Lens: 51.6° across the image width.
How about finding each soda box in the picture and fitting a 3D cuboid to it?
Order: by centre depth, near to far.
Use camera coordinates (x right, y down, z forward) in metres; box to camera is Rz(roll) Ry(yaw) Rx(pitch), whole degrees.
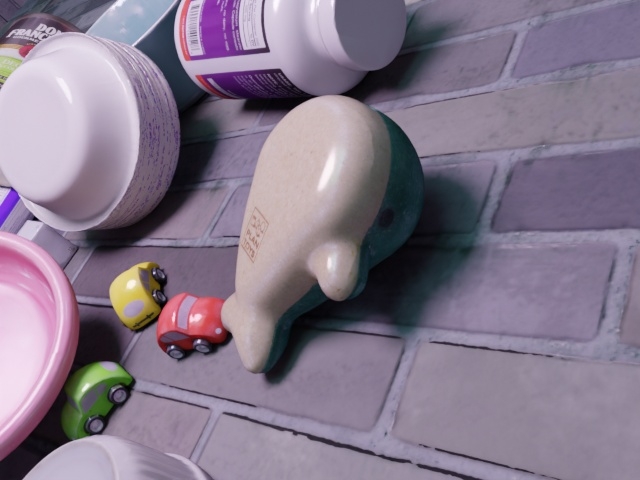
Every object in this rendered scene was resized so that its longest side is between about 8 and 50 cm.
[{"bbox_3d":[-0.483,0.076,1.036,0.069,0.074,0.216,6,59,45],"label":"soda box"}]

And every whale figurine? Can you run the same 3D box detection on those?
[{"bbox_3d":[0.000,0.000,0.645,0.272,0.141,0.216,-64,34,14],"label":"whale figurine"}]

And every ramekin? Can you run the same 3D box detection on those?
[{"bbox_3d":[-0.189,0.265,0.555,0.207,0.109,0.207,-24,41,23],"label":"ramekin"}]

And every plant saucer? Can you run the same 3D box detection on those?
[{"bbox_3d":[-0.439,0.142,0.777,0.332,0.084,0.332,-3,55,4],"label":"plant saucer"}]

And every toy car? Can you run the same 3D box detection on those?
[{"bbox_3d":[-0.229,0.128,0.768,0.239,0.053,0.225,19,68,50],"label":"toy car"}]

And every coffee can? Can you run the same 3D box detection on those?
[{"bbox_3d":[-0.547,-0.262,1.228,0.201,0.201,0.275,-18,39,30],"label":"coffee can"}]

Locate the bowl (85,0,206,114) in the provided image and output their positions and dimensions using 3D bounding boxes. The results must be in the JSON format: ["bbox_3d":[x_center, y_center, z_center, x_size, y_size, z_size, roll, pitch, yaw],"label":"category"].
[{"bbox_3d":[-0.290,-0.331,1.176,0.311,0.163,0.312,-24,42,23],"label":"bowl"}]

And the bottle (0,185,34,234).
[{"bbox_3d":[-0.594,-0.070,1.263,0.118,0.092,0.283,-5,51,33],"label":"bottle"}]

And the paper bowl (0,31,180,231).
[{"bbox_3d":[-0.356,-0.154,0.960,0.284,0.148,0.284,4,97,30],"label":"paper bowl"}]

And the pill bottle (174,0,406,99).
[{"bbox_3d":[-0.045,-0.284,0.890,0.323,0.181,0.181,12,63,47],"label":"pill bottle"}]
